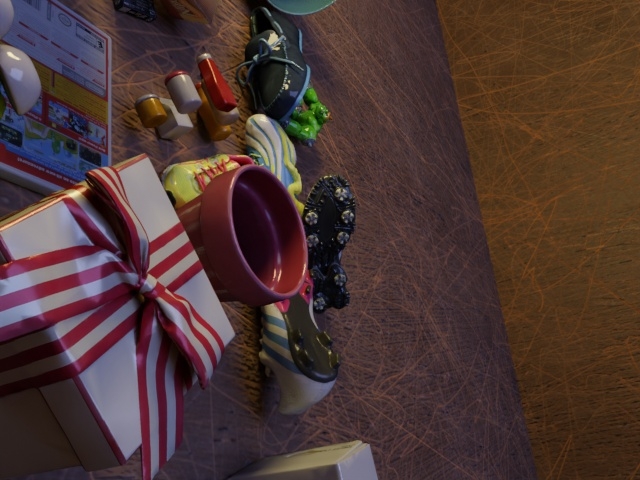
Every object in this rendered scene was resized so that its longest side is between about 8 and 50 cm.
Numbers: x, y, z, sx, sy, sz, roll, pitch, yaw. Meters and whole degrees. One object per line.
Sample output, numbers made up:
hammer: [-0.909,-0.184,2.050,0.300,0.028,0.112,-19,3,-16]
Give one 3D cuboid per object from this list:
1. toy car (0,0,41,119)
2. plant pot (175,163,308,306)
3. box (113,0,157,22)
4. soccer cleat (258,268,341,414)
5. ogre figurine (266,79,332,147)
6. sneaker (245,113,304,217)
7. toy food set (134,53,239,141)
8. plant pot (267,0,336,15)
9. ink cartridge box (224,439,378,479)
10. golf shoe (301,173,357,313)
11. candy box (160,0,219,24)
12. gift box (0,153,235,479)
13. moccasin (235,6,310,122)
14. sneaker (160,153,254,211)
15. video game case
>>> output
toy car: [-0.392,-0.194,0.728,0.136,0.159,0.182,40,-33,45]
plant pot: [-0.144,0.009,1.035,0.201,0.180,0.201,43,38,-47]
box: [-0.304,-0.396,1.151,0.083,0.018,0.067,-4,78,-64]
soccer cleat: [-0.067,0.144,1.212,0.116,0.143,0.331,16,34,-30]
ogre figurine: [-0.041,-0.275,1.525,0.118,0.097,0.197,43,19,-17]
sneaker: [-0.094,-0.112,1.313,0.126,0.091,0.240,-41,112,-62]
toy food set: [-0.210,-0.234,1.142,0.232,0.111,0.105,-7,68,-63]
plant pot: [-0.067,-0.667,1.550,0.195,0.290,0.290,46,6,38]
ink cartridge box: [-0.004,0.448,1.025,0.114,0.197,0.273,2,73,-63]
golf shoe: [0.000,0.000,1.353,0.120,0.105,0.273,-128,-141,-65]
candy box: [-0.200,-0.550,1.184,0.183,0.087,0.317,44,61,-71]
gift box: [-0.251,0.089,0.685,0.255,0.258,0.276,63,26,-18]
moccasin: [-0.107,-0.354,1.421,0.117,0.138,0.342,32,26,-29]
sneaker: [-0.175,-0.102,1.141,0.208,0.094,0.081,-43,115,-60]
video game case: [-0.352,-0.193,0.922,0.204,0.025,0.285,29,49,-56]
